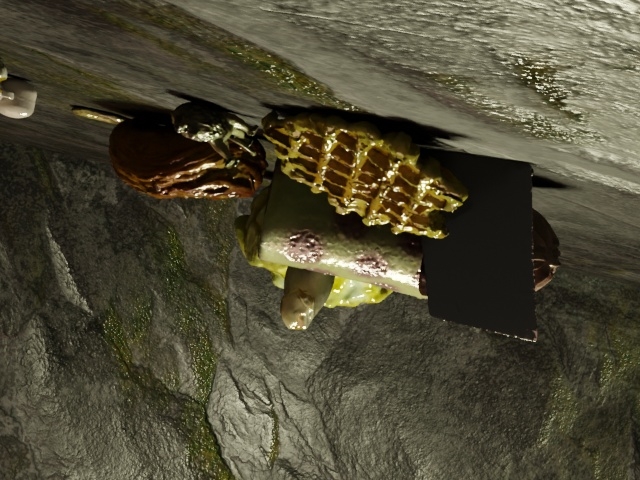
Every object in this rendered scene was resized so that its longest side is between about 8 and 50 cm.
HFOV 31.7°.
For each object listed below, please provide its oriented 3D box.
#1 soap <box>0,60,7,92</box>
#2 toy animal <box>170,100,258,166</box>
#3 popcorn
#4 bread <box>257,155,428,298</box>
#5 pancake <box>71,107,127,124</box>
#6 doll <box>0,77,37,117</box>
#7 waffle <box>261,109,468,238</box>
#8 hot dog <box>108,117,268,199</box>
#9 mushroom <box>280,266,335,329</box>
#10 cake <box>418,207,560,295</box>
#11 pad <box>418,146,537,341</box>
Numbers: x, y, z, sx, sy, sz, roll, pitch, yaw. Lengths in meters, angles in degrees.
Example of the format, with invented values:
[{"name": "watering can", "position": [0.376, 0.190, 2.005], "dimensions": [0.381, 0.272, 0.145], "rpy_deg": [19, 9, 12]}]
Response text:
[{"name": "soap", "position": [-0.598, -0.105, 1.467], "dimensions": [0.305, 0.338, 0.169], "rpy_deg": [14, 180, 16]}, {"name": "toy animal", "position": [-0.123, -0.139, 1.512], "dimensions": [0.086, 0.069, 0.220], "rpy_deg": [35, -178, 21]}, {"name": "popcorn", "position": [-0.003, -0.009, 2.443], "dimensions": [0.294, 0.292, 0.334], "rpy_deg": [-28, 137, 26]}, {"name": "bread", "position": [0.078, -0.026, 1.735], "dimensions": [0.338, 0.187, 0.155], "rpy_deg": [13, 161, -7]}, {"name": "pancake", "position": [-0.367, -0.209, 1.906], "dimensions": [0.115, 0.011, 0.115], "rpy_deg": [13, 180, 0]}, {"name": "doll", "position": [-0.497, -0.220, 1.672], "dimensions": [0.160, 0.059, 0.161], "rpy_deg": [12, 178, 9]}, {"name": "waffle", "position": [0.064, -0.077, 1.362], "dimensions": [0.291, 0.051, 0.291], "rpy_deg": [23, 164, 7]}, {"name": "hot dog", "position": [-0.216, -0.124, 1.763], "dimensions": [0.272, 0.122, 0.196], "rpy_deg": [9, -177, 39]}, {"name": "mushroom", "position": [0.000, 0.002, 1.863], "dimensions": [0.097, 0.351, 0.109], "rpy_deg": [11, 142, 4]}, {"name": "cake", "position": [0.244, 0.010, 1.555], "dimensions": [0.178, 0.185, 0.207], "rpy_deg": [15, 167, 11]}, {"name": "pad", "position": [0.200, 0.006, 1.434], "dimensions": [0.160, 0.265, 0.009], "rpy_deg": [12, -144, 30]}]
